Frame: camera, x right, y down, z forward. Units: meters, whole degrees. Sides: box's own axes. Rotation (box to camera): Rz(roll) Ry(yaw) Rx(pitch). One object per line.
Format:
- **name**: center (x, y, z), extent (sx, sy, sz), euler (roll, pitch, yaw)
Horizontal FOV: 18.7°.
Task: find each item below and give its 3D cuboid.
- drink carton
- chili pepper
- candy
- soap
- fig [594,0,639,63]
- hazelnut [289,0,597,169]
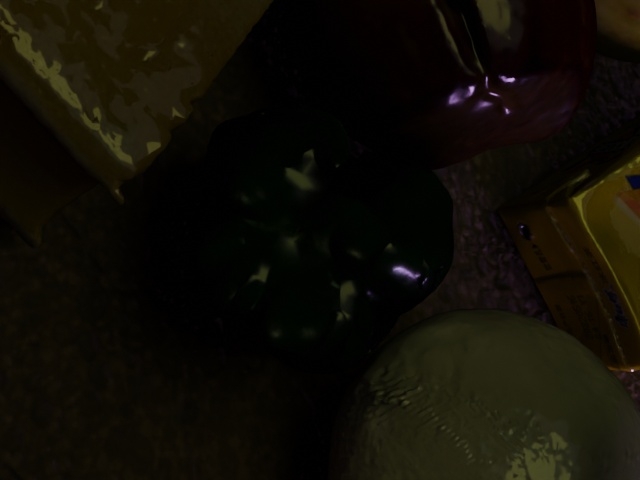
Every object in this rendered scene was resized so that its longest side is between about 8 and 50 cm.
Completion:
- **drink carton**: center (0.324, -0.047, 1.553), extent (0.351, 0.111, 0.155), euler (-33, 101, -27)
- **chili pepper**: center (0.000, 0.000, 1.293), extent (0.173, 0.261, 0.165), euler (17, 95, 2)
- **candy**: center (0.128, 0.183, 1.335), extent (0.295, 0.185, 0.296), euler (14, 69, -40)
- **soap**: center (-0.187, -0.217, 1.202), extent (0.335, 0.156, 0.293), euler (49, 53, -17)
- **fig**: center (0.227, -0.301, 1.499), extent (0.326, 0.258, 0.258), euler (43, 55, -11)
- **hazelnut**: center (0.078, -0.160, 1.374), extent (0.234, 0.218, 0.218), euler (3, 77, -50)
